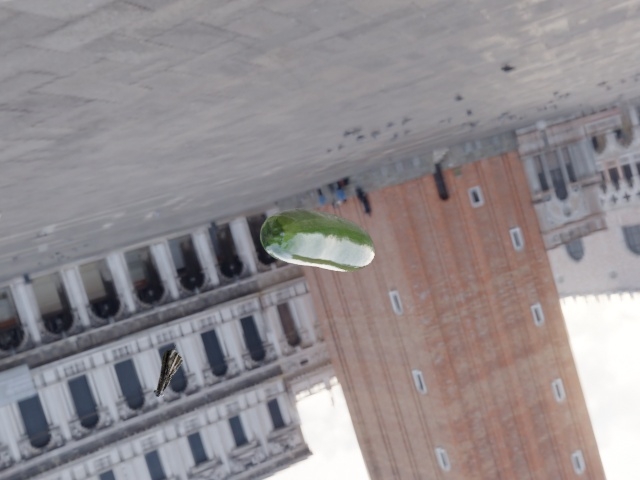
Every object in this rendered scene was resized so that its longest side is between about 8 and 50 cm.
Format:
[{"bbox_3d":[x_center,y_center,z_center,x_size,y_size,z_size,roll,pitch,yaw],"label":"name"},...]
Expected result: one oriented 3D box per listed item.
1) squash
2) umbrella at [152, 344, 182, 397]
[{"bbox_3d":[-0.001,-0.001,1.010,0.082,0.082,0.292,-15,167,26],"label":"squash"},{"bbox_3d":[-0.216,0.184,0.992,0.020,0.031,0.083,-18,-139,27],"label":"umbrella"}]
